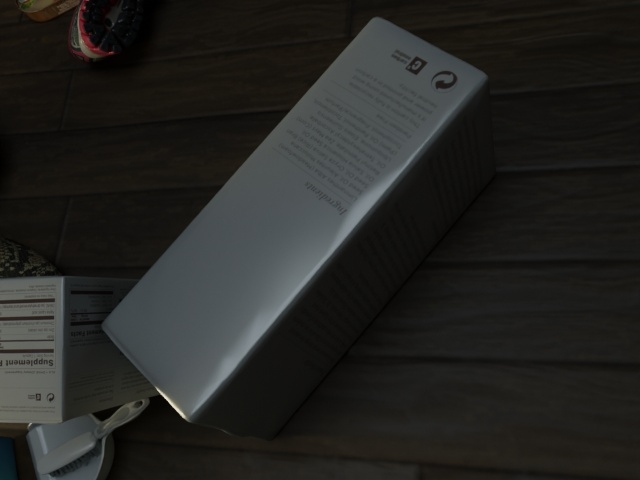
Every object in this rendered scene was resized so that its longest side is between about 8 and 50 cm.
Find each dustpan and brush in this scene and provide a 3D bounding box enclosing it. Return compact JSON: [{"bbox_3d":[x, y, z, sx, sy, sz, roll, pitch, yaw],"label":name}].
[{"bbox_3d":[-0.298,0.260,0.836,0.211,0.060,0.147,-31,64,4],"label":"dustpan and brush"}]

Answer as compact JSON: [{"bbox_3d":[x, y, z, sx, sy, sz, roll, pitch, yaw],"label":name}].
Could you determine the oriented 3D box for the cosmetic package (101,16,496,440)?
[{"bbox_3d":[0.000,0.000,0.754,0.161,0.230,0.453,38,83,26],"label":"cosmetic package"}]

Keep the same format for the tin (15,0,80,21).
[{"bbox_3d":[-0.470,-0.470,1.186,0.189,0.040,0.106,-23,61,8],"label":"tin"}]

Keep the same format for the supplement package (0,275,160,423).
[{"bbox_3d":[-0.306,0.121,0.768,0.204,0.262,0.145,-4,83,16],"label":"supplement package"}]

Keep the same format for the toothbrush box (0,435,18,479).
[{"bbox_3d":[-0.491,0.418,0.798,0.216,0.126,0.296,-25,64,5],"label":"toothbrush box"}]

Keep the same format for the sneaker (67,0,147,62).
[{"bbox_3d":[-0.345,-0.437,1.095,0.112,0.121,0.299,-6,56,47],"label":"sneaker"}]

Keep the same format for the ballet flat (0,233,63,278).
[{"bbox_3d":[-0.599,0.021,0.954,0.482,0.182,0.164,20,75,23],"label":"ballet flat"}]
